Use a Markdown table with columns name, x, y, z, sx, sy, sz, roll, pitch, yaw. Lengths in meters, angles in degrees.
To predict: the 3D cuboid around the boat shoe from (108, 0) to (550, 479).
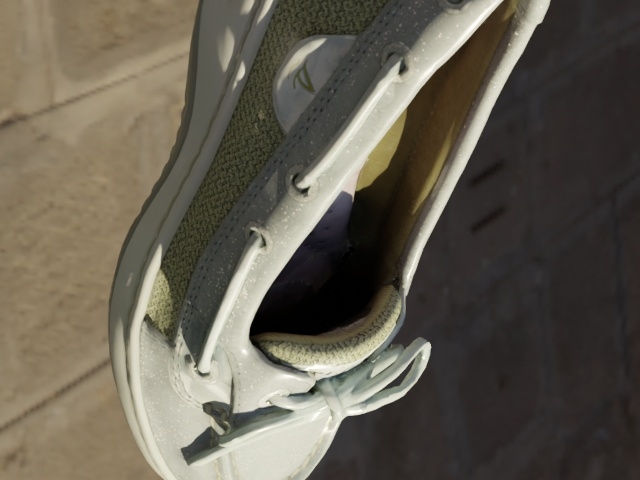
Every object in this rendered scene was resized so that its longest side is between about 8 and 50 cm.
| name | x | y | z | sx | sy | sz | roll | pitch | yaw |
| --- | --- | --- | --- | --- | --- | --- | --- | --- | --- |
| boat shoe | 0.002 | -0.002 | 0.613 | 0.118 | 0.103 | 0.320 | -20 | 140 | -40 |
